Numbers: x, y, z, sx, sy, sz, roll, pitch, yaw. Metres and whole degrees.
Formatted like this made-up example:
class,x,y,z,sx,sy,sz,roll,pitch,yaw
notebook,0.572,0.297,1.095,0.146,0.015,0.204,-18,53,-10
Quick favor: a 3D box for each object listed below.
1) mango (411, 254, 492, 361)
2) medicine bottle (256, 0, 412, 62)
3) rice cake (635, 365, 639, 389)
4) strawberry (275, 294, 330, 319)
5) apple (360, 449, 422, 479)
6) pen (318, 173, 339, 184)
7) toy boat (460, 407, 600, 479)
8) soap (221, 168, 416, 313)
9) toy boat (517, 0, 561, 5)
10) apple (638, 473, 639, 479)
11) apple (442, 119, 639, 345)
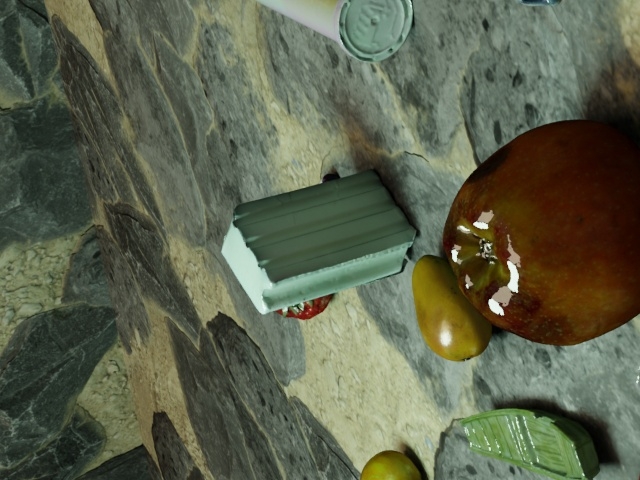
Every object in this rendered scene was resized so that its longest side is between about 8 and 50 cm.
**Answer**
class,x,y,z,sx,sy,sz,roll,pitch,yaw
mango,0.172,0.093,1.817,0.163,0.089,0.111,-125,34,-55
medicine bottle,-0.024,-0.350,1.855,0.426,0.108,0.108,39,145,55
rice cake,0.366,0.081,1.369,0.049,0.055,0.270,48,149,34
strawberry,-0.036,0.072,2.291,0.131,0.148,0.131,5,102,24
apple,0.118,0.401,2.225,0.102,0.099,0.114,59,-178,28
pen,-0.017,-0.052,2.215,0.033,0.033,0.269,65,159,11
toy boat,0.277,0.259,1.758,0.293,0.055,0.093,-2,109,67
soap,0.000,0.000,1.917,0.150,0.261,0.094,58,148,28
toy boat,0.155,-0.337,1.410,0.309,0.129,0.142,52,-177,36
apple,0.407,0.225,1.134,0.260,0.260,0.216,42,169,50
apple,0.240,-0.004,1.375,0.230,0.230,0.230,51,153,39
